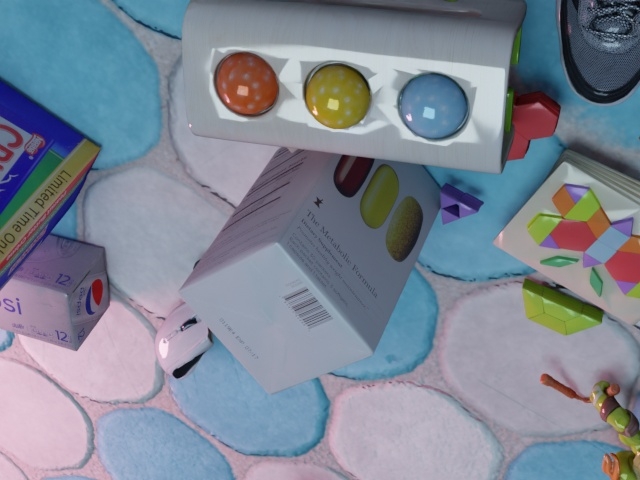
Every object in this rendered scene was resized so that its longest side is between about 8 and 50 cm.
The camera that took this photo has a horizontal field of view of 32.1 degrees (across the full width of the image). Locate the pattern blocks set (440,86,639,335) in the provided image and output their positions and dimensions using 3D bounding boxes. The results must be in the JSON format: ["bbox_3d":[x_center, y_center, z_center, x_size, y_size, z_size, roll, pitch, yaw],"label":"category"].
[{"bbox_3d":[0.270,-0.002,1.053,0.324,0.026,0.285,19,137,7],"label":"pattern blocks set"}]

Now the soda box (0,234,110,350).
[{"bbox_3d":[-0.407,0.038,1.366,0.286,0.091,0.098,14,131,15],"label":"soda box"}]

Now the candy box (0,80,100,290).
[{"bbox_3d":[-0.442,-0.078,1.173,0.317,0.268,0.122,35,136,-6],"label":"candy box"}]

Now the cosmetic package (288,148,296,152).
[{"bbox_3d":[-0.042,-0.148,1.076,0.041,0.060,0.115,-30,108,37],"label":"cosmetic package"}]

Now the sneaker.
[{"bbox_3d":[0.229,-0.197,0.850,0.101,0.153,0.269,16,132,12],"label":"sneaker"}]

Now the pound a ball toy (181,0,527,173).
[{"bbox_3d":[0.004,-0.175,0.922,0.319,0.136,0.208,9,121,14],"label":"pound a ball toy"}]

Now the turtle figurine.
[{"bbox_3d":[0.370,0.209,1.150,0.269,0.087,0.217,45,131,-13],"label":"turtle figurine"}]

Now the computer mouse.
[{"bbox_3d":[-0.156,0.107,1.313,0.193,0.042,0.106,-50,54,44],"label":"computer mouse"}]

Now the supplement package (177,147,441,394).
[{"bbox_3d":[0.000,0.000,1.048,0.133,0.244,0.139,-26,113,38],"label":"supplement package"}]
